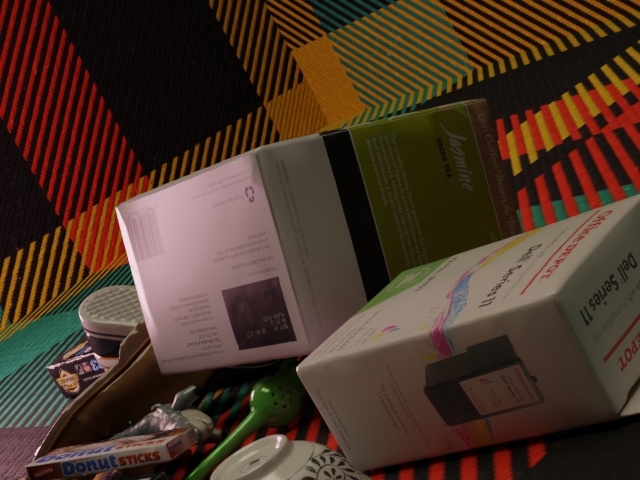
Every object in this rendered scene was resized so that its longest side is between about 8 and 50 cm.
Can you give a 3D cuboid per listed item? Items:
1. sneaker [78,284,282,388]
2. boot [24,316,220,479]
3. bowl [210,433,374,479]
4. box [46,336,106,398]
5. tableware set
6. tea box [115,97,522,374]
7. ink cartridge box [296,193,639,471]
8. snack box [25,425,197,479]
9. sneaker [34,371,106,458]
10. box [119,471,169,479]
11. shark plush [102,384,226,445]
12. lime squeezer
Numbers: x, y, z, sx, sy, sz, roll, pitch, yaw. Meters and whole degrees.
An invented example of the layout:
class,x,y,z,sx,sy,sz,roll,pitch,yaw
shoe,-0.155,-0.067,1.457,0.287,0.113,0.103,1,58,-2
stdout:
class,x,y,z,sx,sy,sz,roll,pitch,yaw
sneaker,-0.170,0.144,1.769,0.321,0.127,0.126,8,36,31
boot,-0.240,0.220,1.593,0.305,0.115,0.112,-51,-7,-13
bowl,-0.043,0.218,1.121,0.170,0.080,0.170,-28,9,5
box,-0.253,0.133,2.143,0.293,0.073,0.295,-20,13,43
tableware set,-0.228,0.249,1.471,0.169,0.020,0.141,-9,0,7
tea box,0.000,0.000,1.506,0.323,0.220,0.329,-15,0,-36
ink cartridge box,0.179,0.073,1.125,0.353,0.119,0.207,-20,12,40
snack box,-0.222,0.228,1.406,0.178,0.022,0.064,-13,6,24
sneaker,-0.282,0.223,1.714,0.232,0.090,0.081,-26,10,13
box,-0.266,0.312,1.332,0.220,0.051,0.175,-19,13,43
shark plush,-0.184,0.208,1.468,0.161,0.073,0.067,-3,27,27
lime squeezer,-0.045,0.177,1.463,0.310,0.059,0.110,-44,-14,-55
